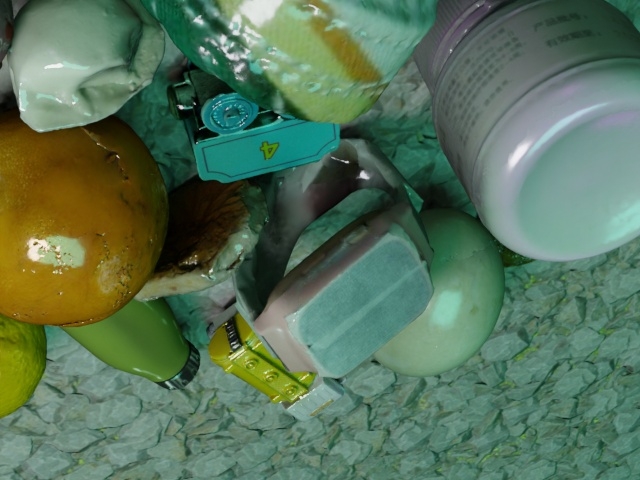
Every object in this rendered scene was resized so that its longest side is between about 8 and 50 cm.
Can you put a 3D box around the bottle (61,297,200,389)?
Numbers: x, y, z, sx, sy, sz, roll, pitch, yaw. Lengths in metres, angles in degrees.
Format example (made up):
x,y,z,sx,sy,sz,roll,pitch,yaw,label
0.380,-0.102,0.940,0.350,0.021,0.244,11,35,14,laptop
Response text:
x,y,z,sx,sy,sz,roll,pitch,yaw,label
-0.242,0.098,1.424,0.112,0.112,0.260,-32,135,9,bottle

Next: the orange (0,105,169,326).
x,y,z,sx,sy,sz,roll,pitch,yaw,label
-0.276,-0.028,1.211,0.240,0.240,0.240,-11,134,-12,orange

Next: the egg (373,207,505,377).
x,y,z,sx,sy,sz,roll,pitch,yaw,label
0.140,0.067,1.490,0.187,0.186,0.253,-1,129,-21,egg

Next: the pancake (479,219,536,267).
x,y,z,sx,sy,sz,roll,pitch,yaw,label
0.283,-0.022,1.576,0.158,0.028,0.158,-12,132,-13,pancake

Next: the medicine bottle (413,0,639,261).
x,y,z,sx,sy,sz,roll,pitch,yaw,label
0.237,-0.154,1.243,0.241,0.302,0.241,-11,134,-11,medicine bottle

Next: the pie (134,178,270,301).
x,y,z,sx,sy,sz,roll,pitch,yaw,label
-0.143,-0.006,1.316,0.195,0.195,0.046,-31,122,8,pie

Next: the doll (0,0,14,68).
x,y,z,sx,sy,sz,roll,pitch,yaw,label
-0.400,-0.161,1.077,0.256,0.196,0.152,-27,134,14,doll

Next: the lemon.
x,y,z,sx,sy,sz,roll,pitch,yaw,label
-0.406,0.128,1.339,0.178,0.178,0.203,0,164,-21,lemon

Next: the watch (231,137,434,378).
x,y,z,sx,sy,sz,roll,pitch,yaw,label
0.000,0.000,1.333,0.253,0.241,0.161,-38,139,-8,watch

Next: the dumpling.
x,y,z,sx,sy,sz,roll,pitch,yaw,label
-0.228,-0.194,1.138,0.150,0.176,0.092,13,144,-12,dumpling

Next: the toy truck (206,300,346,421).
x,y,z,sx,sy,sz,roll,pitch,yaw,label
-0.060,0.160,1.550,0.098,0.114,0.227,-37,134,14,toy truck

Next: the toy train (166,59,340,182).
x,y,z,sx,sy,sz,roll,pitch,yaw,label
-0.066,-0.147,1.276,0.198,0.107,0.154,-13,142,-9,toy train

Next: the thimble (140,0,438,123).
x,y,z,sx,sy,sz,roll,pitch,yaw,label
-0.025,-0.244,1.095,0.288,0.254,0.167,11,129,-44,thimble
